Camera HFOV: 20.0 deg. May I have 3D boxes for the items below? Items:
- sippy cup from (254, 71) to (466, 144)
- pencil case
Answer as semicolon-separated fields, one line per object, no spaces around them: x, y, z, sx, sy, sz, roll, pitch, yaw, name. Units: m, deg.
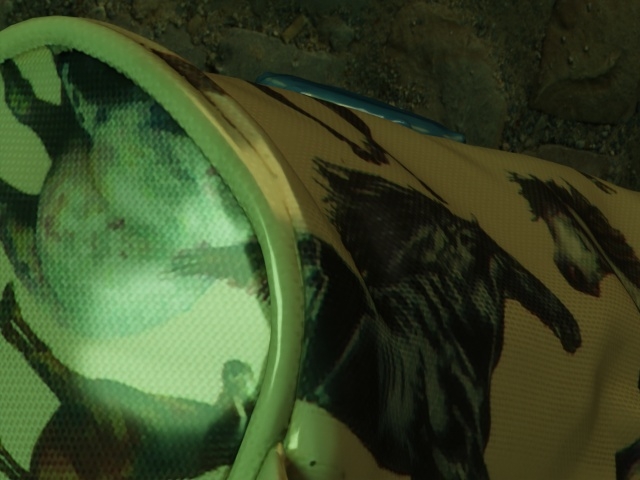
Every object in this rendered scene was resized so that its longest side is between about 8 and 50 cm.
0.000;0.000;1.358;0.305;0.224;0.240;22;9;32;sippy cup
0.067;0.062;0.562;0.410;0.160;0.183;14;38;-45;pencil case
